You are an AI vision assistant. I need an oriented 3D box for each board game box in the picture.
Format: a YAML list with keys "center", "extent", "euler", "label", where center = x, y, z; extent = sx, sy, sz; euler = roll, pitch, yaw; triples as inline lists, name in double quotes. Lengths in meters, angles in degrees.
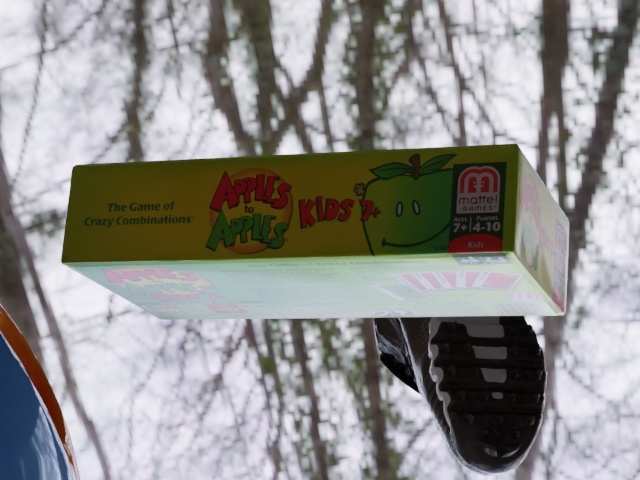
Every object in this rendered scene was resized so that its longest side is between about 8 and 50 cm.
- center: [0.000, 0.000, 0.635]
  extent: [0.181, 0.092, 0.043]
  euler: [-2, -108, 20]
  label: "board game box"

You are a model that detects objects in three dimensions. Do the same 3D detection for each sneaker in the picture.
- center: [0.085, 0.070, 1.037]
  extent: [0.078, 0.106, 0.234]
  euler: [4, -136, -18]
  label: "sneaker"

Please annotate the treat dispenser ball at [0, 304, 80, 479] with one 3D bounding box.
- center: [-0.224, 0.112, 0.542]
  extent: [0.288, 0.288, 0.288]
  euler: [-6, -142, 5]
  label: "treat dispenser ball"
